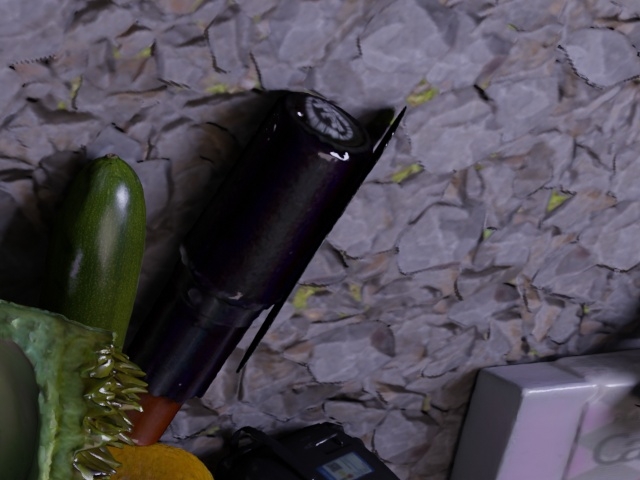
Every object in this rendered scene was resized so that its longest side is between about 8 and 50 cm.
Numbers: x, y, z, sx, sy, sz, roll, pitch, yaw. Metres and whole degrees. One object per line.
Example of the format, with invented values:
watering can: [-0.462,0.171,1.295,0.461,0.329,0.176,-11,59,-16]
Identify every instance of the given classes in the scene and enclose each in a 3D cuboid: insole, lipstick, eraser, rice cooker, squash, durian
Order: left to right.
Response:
durian: [-0.280,0.155,1.179,0.394,0.163,0.198,-11,136,25]
squash: [-0.164,0.053,1.230,0.069,0.069,0.258,0,130,-21]
lipstick: [-0.067,0.027,1.237,0.081,0.081,0.299,16,124,-32]
insole: [0.001,0.000,1.250,0.003,0.080,0.232,31,111,-4]
rice cooker: [0.003,0.223,1.370,0.118,0.203,0.142,-27,140,-30]
eraser: [0.315,0.161,1.507,0.397,0.082,0.213,-5,130,-18]

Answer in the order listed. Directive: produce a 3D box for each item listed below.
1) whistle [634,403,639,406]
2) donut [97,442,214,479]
whistle: [0.353,0.021,1.362,0.062,0.062,0.304,35,92,-40]
donut: [-0.161,0.203,1.342,0.190,0.074,0.174,4,152,-13]
